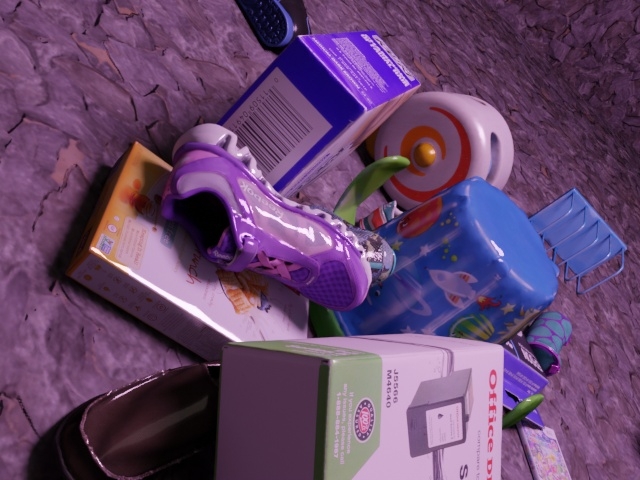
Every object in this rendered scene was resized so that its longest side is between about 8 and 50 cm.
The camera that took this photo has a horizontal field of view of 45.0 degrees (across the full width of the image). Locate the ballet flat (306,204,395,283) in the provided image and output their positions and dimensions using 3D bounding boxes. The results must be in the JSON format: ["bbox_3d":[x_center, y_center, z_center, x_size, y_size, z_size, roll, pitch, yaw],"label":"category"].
[{"bbox_3d":[0.000,0.000,0.849,0.070,0.070,0.188,21,-3,-40],"label":"ballet flat"}]

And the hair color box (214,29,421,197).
[{"bbox_3d":[-0.003,-0.146,0.917,0.110,0.185,0.339,47,23,-2],"label":"hair color box"}]

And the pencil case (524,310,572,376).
[{"bbox_3d":[0.357,0.164,1.223,0.070,0.064,0.151,41,29,9],"label":"pencil case"}]

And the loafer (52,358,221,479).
[{"bbox_3d":[-0.112,0.130,0.612,0.080,0.078,0.220,56,30,10],"label":"loafer"}]

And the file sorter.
[{"bbox_3d":[0.515,0.007,1.561,0.170,0.118,0.104,46,34,-8],"label":"file sorter"}]

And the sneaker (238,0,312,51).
[{"bbox_3d":[-0.085,-0.399,1.243,0.090,0.081,0.232,0,63,-57],"label":"sneaker"}]

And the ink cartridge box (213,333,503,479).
[{"bbox_3d":[0.045,0.184,0.651,0.273,0.114,0.198,6,86,-51],"label":"ink cartridge box"}]

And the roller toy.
[{"bbox_3d":[0.186,-0.135,1.196,0.146,0.191,0.209,-10,65,-56],"label":"roller toy"}]

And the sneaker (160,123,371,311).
[{"bbox_3d":[-0.058,-0.001,0.732,0.236,0.095,0.104,39,36,-11],"label":"sneaker"}]

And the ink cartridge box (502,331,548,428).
[{"bbox_3d":[0.248,0.143,1.072,0.206,0.045,0.208,33,29,-49],"label":"ink cartridge box"}]

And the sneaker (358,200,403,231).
[{"bbox_3d":[0.132,0.005,1.084,0.161,0.075,0.057,37,33,-22],"label":"sneaker"}]

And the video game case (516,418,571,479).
[{"bbox_3d":[0.311,0.306,1.057,0.087,0.011,0.122,26,37,-35],"label":"video game case"}]

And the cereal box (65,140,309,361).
[{"bbox_3d":[-0.112,0.029,0.755,0.240,0.047,0.173,36,32,-24],"label":"cereal box"}]

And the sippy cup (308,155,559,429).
[{"bbox_3d":[0.141,0.053,0.895,0.305,0.224,0.240,46,31,-9],"label":"sippy cup"}]
